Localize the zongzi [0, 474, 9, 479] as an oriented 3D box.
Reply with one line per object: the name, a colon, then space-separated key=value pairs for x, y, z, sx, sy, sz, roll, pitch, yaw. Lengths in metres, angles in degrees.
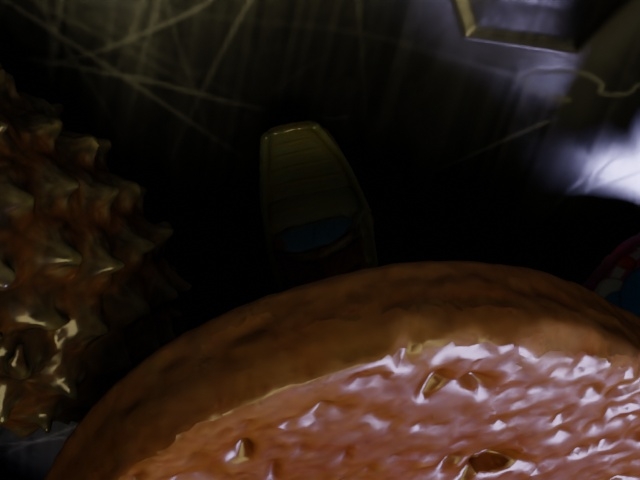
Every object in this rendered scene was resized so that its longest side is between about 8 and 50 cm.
zongzi: x=-0.170 y=0.372 z=0.701 sx=0.319 sy=0.362 sz=0.383 roll=-17 pitch=134 yaw=28

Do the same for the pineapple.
pineapple: x=-0.128 y=0.048 z=0.585 sx=0.175 sy=0.175 sz=0.361 roll=-28 pitch=141 yaw=12

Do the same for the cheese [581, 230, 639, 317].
cheese: x=0.174 y=0.066 z=0.656 sx=0.244 sy=0.062 sz=0.155 roll=5 pitch=96 yaw=-36

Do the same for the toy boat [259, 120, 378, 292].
toy boat: x=0.000 y=0.000 z=0.613 sx=0.065 sy=0.066 sz=0.172 roll=-11 pitch=128 yaw=3

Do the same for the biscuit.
biscuit: x=0.067 y=0.154 z=0.596 sx=0.350 sy=0.078 sz=0.455 roll=-30 pitch=138 yaw=18
